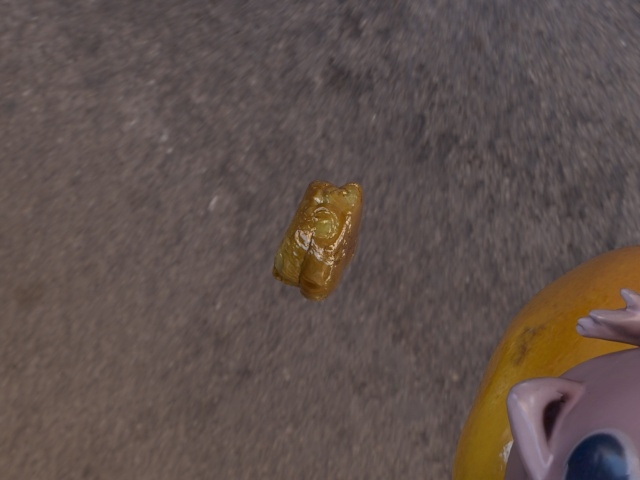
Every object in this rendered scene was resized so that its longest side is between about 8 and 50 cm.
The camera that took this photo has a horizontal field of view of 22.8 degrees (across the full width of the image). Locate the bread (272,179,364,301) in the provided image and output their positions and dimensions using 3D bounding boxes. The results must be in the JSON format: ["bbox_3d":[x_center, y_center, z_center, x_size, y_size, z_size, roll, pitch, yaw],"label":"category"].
[{"bbox_3d":[0.000,0.000,1.052,0.046,0.083,0.081,23,120,8],"label":"bread"}]

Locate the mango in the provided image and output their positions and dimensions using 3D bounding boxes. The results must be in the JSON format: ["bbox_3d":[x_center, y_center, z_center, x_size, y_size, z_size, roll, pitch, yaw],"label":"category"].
[{"bbox_3d":[0.157,0.089,0.902,0.219,0.145,0.112,-45,122,-28],"label":"mango"}]

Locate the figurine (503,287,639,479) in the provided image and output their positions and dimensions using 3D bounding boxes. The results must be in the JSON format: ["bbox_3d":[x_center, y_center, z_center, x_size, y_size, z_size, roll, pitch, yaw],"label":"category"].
[{"bbox_3d":[0.209,0.103,0.691,0.287,0.186,0.176,0,84,-34],"label":"figurine"}]
